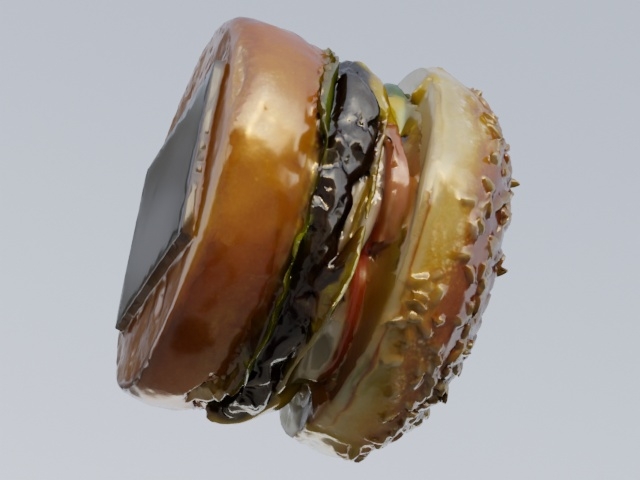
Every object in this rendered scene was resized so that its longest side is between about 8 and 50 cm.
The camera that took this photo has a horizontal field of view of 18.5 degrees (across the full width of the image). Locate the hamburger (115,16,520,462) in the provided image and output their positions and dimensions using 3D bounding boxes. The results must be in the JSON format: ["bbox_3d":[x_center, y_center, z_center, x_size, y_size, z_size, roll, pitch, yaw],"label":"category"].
[{"bbox_3d":[0.000,0.000,1.283,0.225,0.291,0.291,19,-45,-12],"label":"hamburger"}]
